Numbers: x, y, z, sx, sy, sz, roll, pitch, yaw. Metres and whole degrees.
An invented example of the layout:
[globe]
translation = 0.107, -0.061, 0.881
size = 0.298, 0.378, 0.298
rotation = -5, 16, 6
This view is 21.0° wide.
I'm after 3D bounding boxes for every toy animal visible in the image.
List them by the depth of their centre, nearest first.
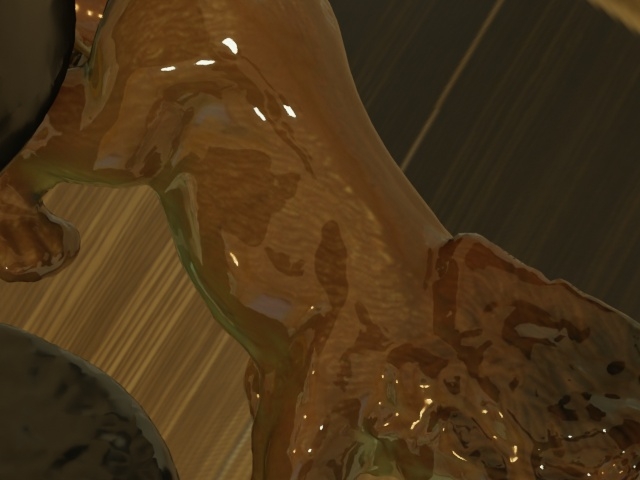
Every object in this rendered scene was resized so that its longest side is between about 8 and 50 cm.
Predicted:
[toy animal]
translation = 0.000, 0.000, 0.527
size = 0.312, 0.157, 0.097
rotation = 54, 33, 5

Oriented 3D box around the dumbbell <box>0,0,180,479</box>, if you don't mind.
[dumbbell]
translation = -0.152, 0.027, 0.489
size = 0.204, 0.322, 0.203
rotation = -3, 42, 3
